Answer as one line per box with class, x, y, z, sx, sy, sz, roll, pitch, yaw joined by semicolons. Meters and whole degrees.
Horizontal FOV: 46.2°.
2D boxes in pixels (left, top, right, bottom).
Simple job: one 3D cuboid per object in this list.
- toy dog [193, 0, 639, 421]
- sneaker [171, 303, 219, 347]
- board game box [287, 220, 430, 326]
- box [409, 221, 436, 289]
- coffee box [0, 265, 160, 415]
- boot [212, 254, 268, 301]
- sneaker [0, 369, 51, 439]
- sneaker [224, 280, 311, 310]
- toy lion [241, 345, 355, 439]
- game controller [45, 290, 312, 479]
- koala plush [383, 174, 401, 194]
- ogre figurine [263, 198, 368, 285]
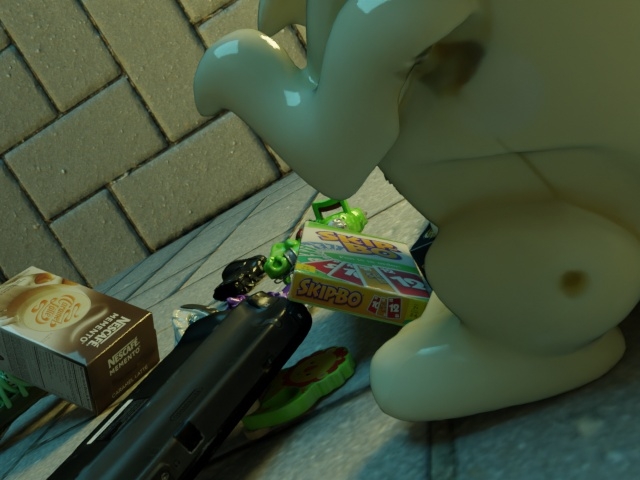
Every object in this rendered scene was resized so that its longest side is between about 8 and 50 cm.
toy dog;0.104;-0.138;0.423;0.395;0.408;0.284;-10;31;39
sneaker;-0.123;0.149;0.792;0.071;0.083;0.190;2;26;-12
board game box;0.037;0.026;0.771;0.124;0.039;0.259;13;9;-2
box;0.206;-0.045;0.766;0.175;0.051;0.220;-24;12;34
coffee box;-0.381;0.141;1.110;0.246;0.098;0.141;16;36;23
boot;-0.150;0.071;1.290;0.121;0.045;0.099;-22;17;40
sneaker;-0.497;0.214;1.206;0.182;0.158;0.410;-40;2;45
sneaker;-0.075;0.087;0.904;0.170;0.071;0.068;-34;10;-22
toy lion;-0.017;0.127;0.662;0.096;0.034;0.100;-19;14;22
game controller;-0.132;0.154;0.609;0.166;0.067;0.319;-29;13;44
koala plush;0.168;-0.138;0.739;0.221;0.203;0.196;-12;38;17
ogre figurine;0.000;0.000;1.015;0.118;0.097;0.197;-31;-19;19
